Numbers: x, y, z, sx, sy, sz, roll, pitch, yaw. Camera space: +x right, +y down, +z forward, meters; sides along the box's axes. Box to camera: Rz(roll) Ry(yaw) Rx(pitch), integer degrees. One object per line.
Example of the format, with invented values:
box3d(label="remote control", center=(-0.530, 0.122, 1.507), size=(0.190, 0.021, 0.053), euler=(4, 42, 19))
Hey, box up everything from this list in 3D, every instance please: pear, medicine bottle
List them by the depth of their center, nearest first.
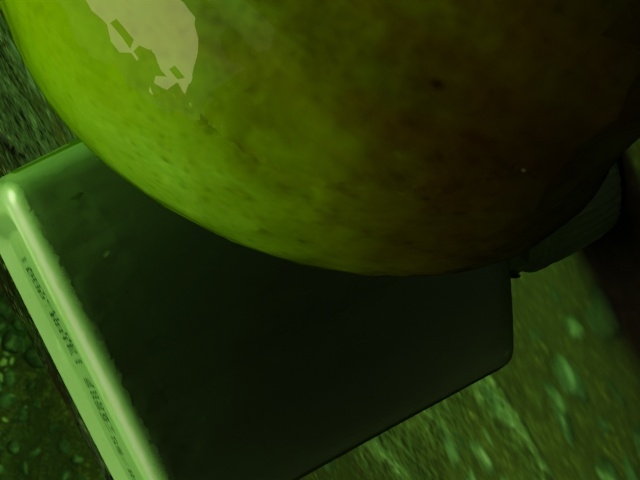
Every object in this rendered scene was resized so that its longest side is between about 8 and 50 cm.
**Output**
box3d(label="pear", center=(0.012, -0.085, 0.478), size=(0.200, 0.200, 0.200), euler=(55, 163, 26))
box3d(label="medicine bottle", center=(0.000, 0.000, 0.645), size=(0.132, 0.188, 0.088), euler=(64, 165, -2))
